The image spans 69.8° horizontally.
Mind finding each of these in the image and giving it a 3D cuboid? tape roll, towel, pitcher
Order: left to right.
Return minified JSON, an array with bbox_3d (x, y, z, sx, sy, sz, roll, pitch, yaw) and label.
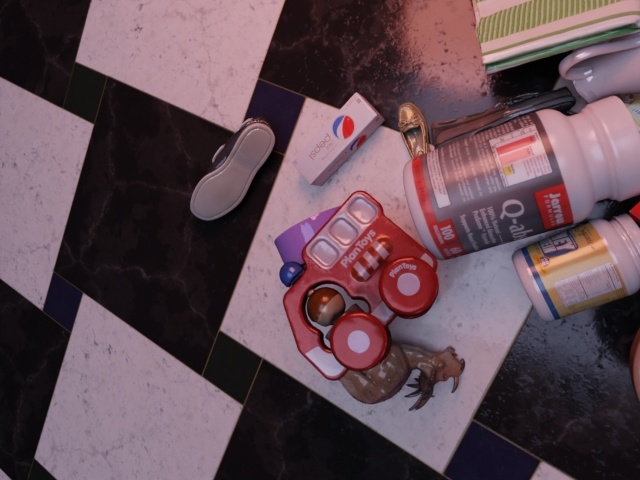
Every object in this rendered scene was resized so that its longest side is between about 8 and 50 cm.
[{"bbox_3d":[0.000,0.000,1.002,0.189,0.189,0.080,-28,81,23],"label":"tape roll"},{"bbox_3d":[0.389,-0.432,0.798,0.248,0.038,0.325,-10,53,24],"label":"towel"},{"bbox_3d":[0.510,-0.300,0.738,0.207,0.177,0.125,-17,78,43],"label":"pitcher"}]

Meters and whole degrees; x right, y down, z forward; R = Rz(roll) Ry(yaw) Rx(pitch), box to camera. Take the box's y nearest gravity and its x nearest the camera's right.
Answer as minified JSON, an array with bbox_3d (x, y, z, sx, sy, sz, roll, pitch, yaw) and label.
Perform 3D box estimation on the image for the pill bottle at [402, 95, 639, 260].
[{"bbox_3d":[0.352,-0.108,0.828,0.363,0.210,0.210,-19,85,24],"label":"pill bottle"}]

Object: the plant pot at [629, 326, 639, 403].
[{"bbox_3d":[0.620,0.189,0.715,0.263,0.229,0.263,1,93,23],"label":"plant pot"}]

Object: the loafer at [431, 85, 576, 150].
[{"bbox_3d":[0.342,-0.244,0.894,0.267,0.096,0.084,-20,75,26],"label":"loafer"}]

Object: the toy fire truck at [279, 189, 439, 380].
[{"bbox_3d":[0.061,0.088,0.852,0.254,0.169,0.302,43,90,17],"label":"toy fire truck"}]

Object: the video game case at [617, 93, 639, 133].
[{"bbox_3d":[0.664,-0.233,0.779,0.227,0.026,0.206,48,113,14],"label":"video game case"}]

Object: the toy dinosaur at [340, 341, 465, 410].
[{"bbox_3d":[0.142,0.296,0.997,0.295,0.127,0.200,-36,85,27],"label":"toy dinosaur"}]

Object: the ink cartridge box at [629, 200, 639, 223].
[{"bbox_3d":[0.573,-0.055,0.672,0.134,0.078,0.231,49,148,22],"label":"ink cartridge box"}]

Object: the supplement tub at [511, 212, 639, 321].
[{"bbox_3d":[0.468,0.048,0.822,0.199,0.144,0.144,-27,82,22],"label":"supplement tub"}]

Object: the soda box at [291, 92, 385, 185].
[{"bbox_3d":[0.040,-0.224,1.038,0.216,0.069,0.074,-44,76,20],"label":"soda box"}]

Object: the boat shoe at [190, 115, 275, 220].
[{"bbox_3d":[-0.218,-0.177,1.146,0.114,0.091,0.302,37,111,-28],"label":"boat shoe"}]

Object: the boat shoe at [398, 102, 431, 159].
[{"bbox_3d":[0.200,-0.223,0.978,0.056,0.048,0.153,-13,87,24],"label":"boat shoe"}]
